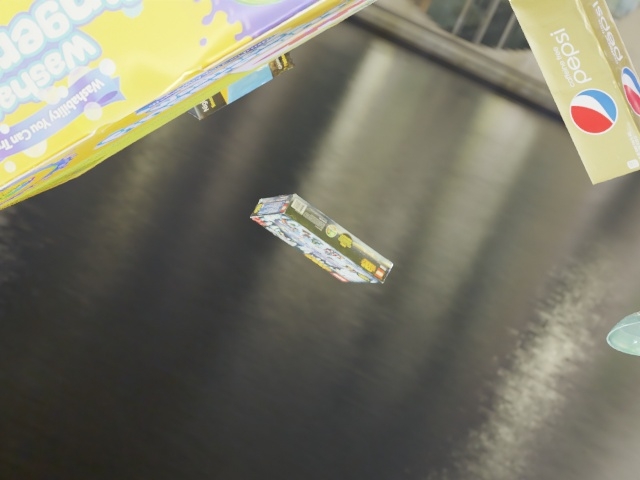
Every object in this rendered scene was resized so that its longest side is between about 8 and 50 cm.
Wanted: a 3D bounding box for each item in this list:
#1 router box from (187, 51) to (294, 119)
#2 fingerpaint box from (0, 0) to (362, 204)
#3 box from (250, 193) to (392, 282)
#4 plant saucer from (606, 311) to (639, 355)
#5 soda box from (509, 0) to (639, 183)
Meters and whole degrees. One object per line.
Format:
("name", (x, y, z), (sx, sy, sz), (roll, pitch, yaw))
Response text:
("router box", (-0.121, -0.245, 1.283), (0.046, 0.133, 0.179), (34, -28, 56))
("fingerpaint box", (-0.130, -0.197, 0.957), (0.163, 0.444, 0.371), (60, 14, -6))
("box", (0.000, 0.000, 1.232), (0.137, 0.027, 0.094), (35, -15, -20))
("plant saucer", (0.381, 0.101, 1.285), (0.119, 0.021, 0.119), (4, -25, 2))
("soda box", (0.231, -0.146, 0.989), (0.181, 0.058, 0.061), (62, 36, -12))
